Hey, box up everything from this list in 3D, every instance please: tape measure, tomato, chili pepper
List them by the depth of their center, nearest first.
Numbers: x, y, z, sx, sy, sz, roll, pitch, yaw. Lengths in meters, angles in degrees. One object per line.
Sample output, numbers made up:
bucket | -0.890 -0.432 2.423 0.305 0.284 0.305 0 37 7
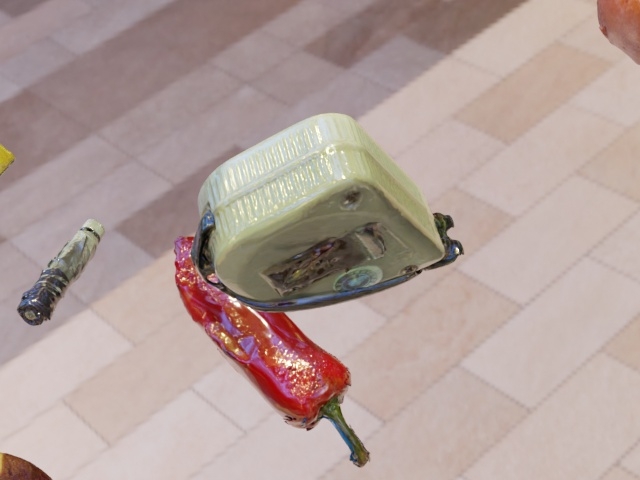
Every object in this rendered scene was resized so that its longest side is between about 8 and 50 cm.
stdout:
tape measure | 0.000 0.000 1.167 0.207 0.235 0.115 -29 57 15
chili pepper | -0.067 0.139 1.598 0.110 0.110 0.387 -39 74 -25
tomato | 0.473 -0.327 1.626 0.208 0.184 0.208 16 37 -12

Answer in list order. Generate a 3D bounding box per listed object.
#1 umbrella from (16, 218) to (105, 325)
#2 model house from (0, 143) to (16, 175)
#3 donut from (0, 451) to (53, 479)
umbrella | -0.328 0.040 1.562 0.046 0.050 0.188 30 40 -5
model house | -0.404 0.004 0.844 0.340 0.300 0.323 -30 22 56
donut | -0.365 0.291 1.355 0.184 0.166 0.073 18 46 2
